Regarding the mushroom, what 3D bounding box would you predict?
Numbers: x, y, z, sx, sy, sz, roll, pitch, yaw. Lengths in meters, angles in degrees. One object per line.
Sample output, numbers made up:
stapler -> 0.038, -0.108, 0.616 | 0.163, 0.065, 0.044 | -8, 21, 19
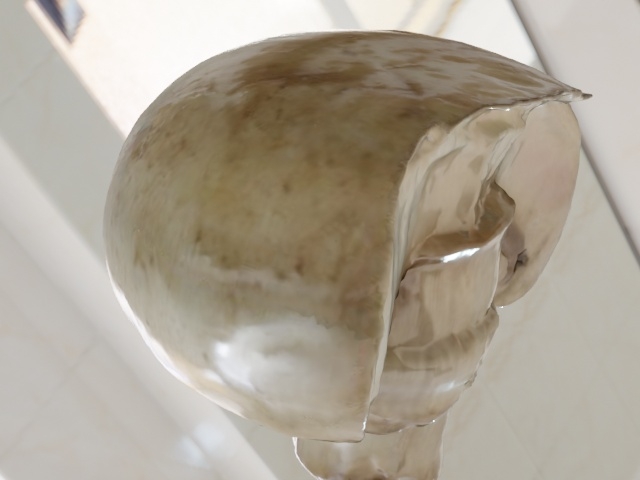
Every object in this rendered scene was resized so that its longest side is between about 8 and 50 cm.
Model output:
mushroom -> 0.000, 0.000, 0.660 | 0.189, 0.195, 0.254 | 23, -152, 27
